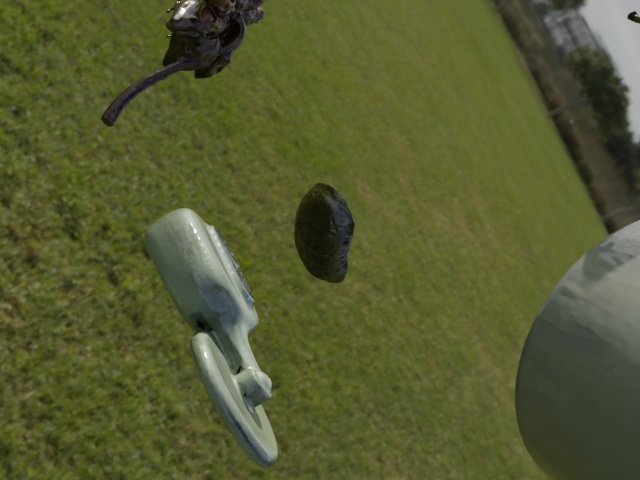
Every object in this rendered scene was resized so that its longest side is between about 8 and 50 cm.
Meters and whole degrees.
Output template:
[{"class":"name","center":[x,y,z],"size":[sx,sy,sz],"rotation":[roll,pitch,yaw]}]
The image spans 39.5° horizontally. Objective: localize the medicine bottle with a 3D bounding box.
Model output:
[{"class":"medicine bottle","center":[0.287,0.122,0.582],"size":[0.238,0.238,0.232],"rotation":[51,-5,-30]}]

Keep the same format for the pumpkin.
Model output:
[{"class":"pumpkin","center":[-0.001,0.000,0.630],"size":[0.050,0.028,0.083],"rotation":[39,-35,39]}]

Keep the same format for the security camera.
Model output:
[{"class":"security camera","center":[-0.099,0.099,0.955],"size":[0.301,0.080,0.157],"rotation":[62,0,33]}]

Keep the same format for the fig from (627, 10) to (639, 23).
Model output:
[{"class":"fig","center":[0.586,-0.372,1.388],"size":[0.124,0.236,0.124],"rotation":[12,73,-45]}]

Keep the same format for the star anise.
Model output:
[{"class":"star anise","center":[-0.120,-0.213,0.917],"size":[0.073,0.234,0.177],"rotation":[43,16,5]}]
